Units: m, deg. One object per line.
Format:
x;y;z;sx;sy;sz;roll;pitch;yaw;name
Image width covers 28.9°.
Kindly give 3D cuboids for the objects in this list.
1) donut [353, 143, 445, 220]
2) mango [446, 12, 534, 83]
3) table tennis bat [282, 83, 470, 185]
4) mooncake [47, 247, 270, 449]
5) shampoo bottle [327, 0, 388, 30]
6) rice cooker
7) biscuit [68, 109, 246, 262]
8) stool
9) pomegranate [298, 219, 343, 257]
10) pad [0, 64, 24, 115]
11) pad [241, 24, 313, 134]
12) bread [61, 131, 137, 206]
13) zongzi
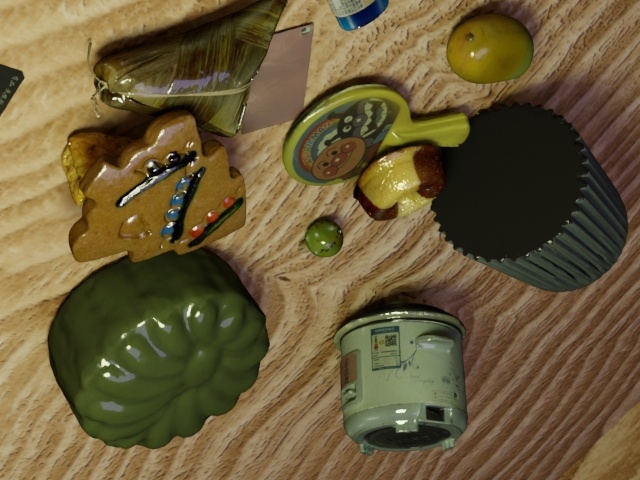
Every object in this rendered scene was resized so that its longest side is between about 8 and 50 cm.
0.142;-0.096;2.150;0.166;0.073;0.184;-13;162;-29;donut
0.286;-0.314;2.061;0.130;0.092;0.195;-51;146;16;mango
0.101;-0.176;2.094;0.369;0.054;0.224;-7;141;-32;table tennis bat
-0.264;0.184;2.073;0.356;0.194;0.356;-22;142;-18;mooncake
0.039;-0.389;1.811;0.087;0.050;0.183;-33;144;-1;shampoo bottle
0.161;0.259;2.429;0.264;0.316;0.316;8;127;-21;rice cooker
-0.210;-0.060;1.791;0.301;0.043;0.278;13;122;-45;biscuit
0.399;-0.058;2.282;0.297;0.297;0.330;-44;147;10;stool
0.003;-0.002;2.200;0.073;0.073;0.084;-13;175;-28;pomegranate
-0.477;-0.178;1.661;0.112;0.003;0.157;14;120;-47;pad
-0.068;-0.248;1.917;0.113;0.006;0.187;-19;142;-24;pad
-0.277;-0.095;1.828;0.211;0.114;0.083;6;143;-43;bread
-0.184;-0.274;1.717;0.248;0.111;0.241;8;118;-41;zongzi
